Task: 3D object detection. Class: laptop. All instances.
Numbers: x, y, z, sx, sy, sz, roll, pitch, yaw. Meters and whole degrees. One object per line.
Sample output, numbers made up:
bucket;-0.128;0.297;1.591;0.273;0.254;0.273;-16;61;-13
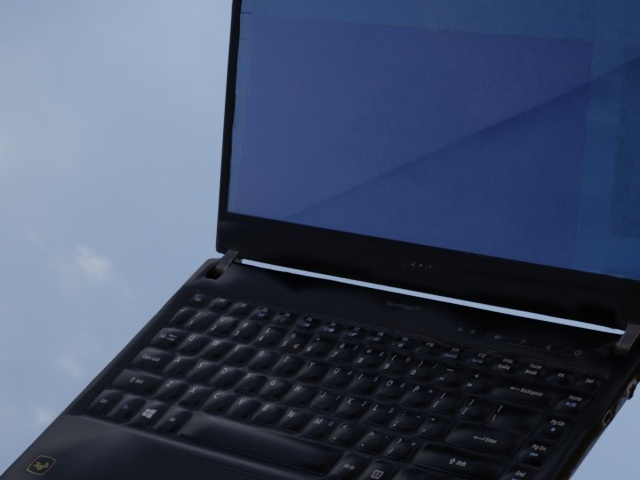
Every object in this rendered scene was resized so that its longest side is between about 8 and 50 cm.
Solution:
laptop;0.000;0.000;0.739;0.264;0.234;0.137;-47;-50;-33
